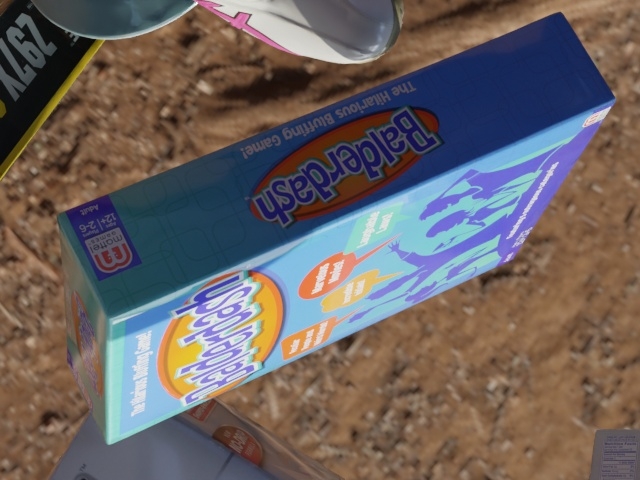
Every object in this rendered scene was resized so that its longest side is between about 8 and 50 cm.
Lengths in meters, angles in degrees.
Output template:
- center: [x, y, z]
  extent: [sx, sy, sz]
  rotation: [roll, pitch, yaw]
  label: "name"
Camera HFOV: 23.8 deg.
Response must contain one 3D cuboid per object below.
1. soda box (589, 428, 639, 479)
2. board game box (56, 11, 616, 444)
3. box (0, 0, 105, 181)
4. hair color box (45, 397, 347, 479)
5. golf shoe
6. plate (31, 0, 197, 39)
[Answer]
- center: [0.309, 0.171, 0.909]
  extent: [0.098, 0.286, 0.091]
  rotation: [53, 41, -46]
  label: "soda box"
- center: [0.000, 0.000, 0.614]
  extent: [0.210, 0.047, 0.160]
  rotation: [-23, 162, -16]
  label: "board game box"
- center: [-0.297, -0.070, 1.115]
  extent: [0.079, 0.257, 0.322]
  rotation: [47, 40, -19]
  label: "box"
- center: [0.000, 0.242, 0.849]
  extent: [0.374, 0.113, 0.185]
  rotation: [32, 94, 0]
  label: "hair color box"
- center: [-0.048, -0.136, 0.722]
  extent: [0.086, 0.186, 0.067]
  rotation: [-30, 148, -56]
  label: "golf shoe"
- center: [-0.122, -0.218, 0.953]
  extent: [0.188, 0.188, 0.024]
  rotation: [-57, 151, 3]
  label: "plate"
